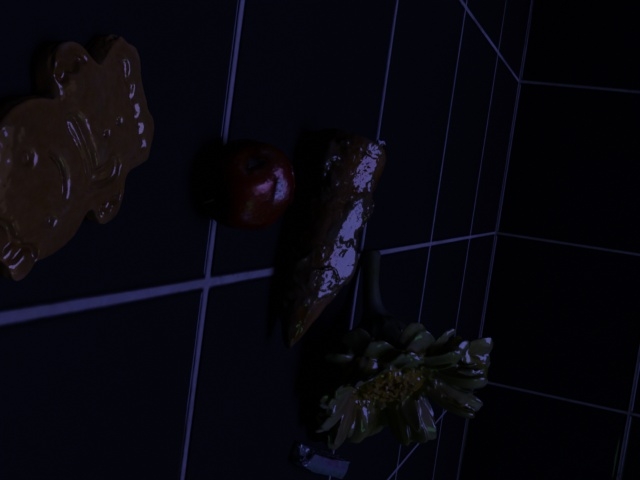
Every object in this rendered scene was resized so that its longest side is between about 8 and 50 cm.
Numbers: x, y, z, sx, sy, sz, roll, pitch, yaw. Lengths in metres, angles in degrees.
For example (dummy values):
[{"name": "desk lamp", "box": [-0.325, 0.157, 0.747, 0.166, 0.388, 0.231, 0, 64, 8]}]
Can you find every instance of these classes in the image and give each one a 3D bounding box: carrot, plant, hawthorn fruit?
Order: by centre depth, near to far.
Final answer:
[{"name": "hawthorn fruit", "box": [-0.070, -0.050, 0.723, 0.093, 0.093, 0.093, 10, 90, -70]}, {"name": "carrot", "box": [0.000, 0.000, 0.934, 0.102, 0.101, 0.263, 36, 71, -68]}, {"name": "plant", "box": [0.073, 0.172, 1.131, 0.261, 0.297, 0.306, -24, 169, -40]}]

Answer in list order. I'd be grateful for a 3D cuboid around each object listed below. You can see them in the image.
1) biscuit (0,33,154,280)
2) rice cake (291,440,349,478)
[{"name": "biscuit", "box": [-0.165, -0.063, 0.523, 0.184, 0.027, 0.134, -47, 144, -57]}, {"name": "rice cake", "box": [0.001, 0.319, 1.148, 0.033, 0.033, 0.208, -66, 156, -12]}]
